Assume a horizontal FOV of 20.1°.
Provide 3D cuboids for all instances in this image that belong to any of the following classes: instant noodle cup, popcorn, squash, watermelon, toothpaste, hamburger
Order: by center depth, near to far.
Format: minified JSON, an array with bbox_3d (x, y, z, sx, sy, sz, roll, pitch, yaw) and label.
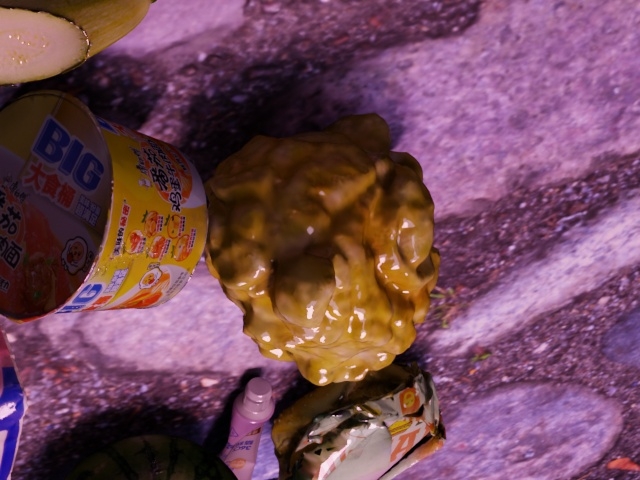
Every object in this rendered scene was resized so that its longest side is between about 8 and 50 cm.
[{"bbox_3d":[-0.203,-0.188,1.497,0.200,0.075,0.090,-21,118,-9],"label":"squash"},{"bbox_3d":[-0.208,-0.024,1.619,0.205,0.205,0.153,-44,151,24],"label":"instant noodle cup"},{"bbox_3d":[0.000,0.000,1.729,0.235,0.242,0.250,-18,159,16],"label":"popcorn"},{"bbox_3d":[-0.192,0.336,2.033,0.242,0.242,0.242,-17,144,-13],"label":"watermelon"},{"bbox_3d":[0.034,0.221,2.123,0.214,0.125,0.235,-47,144,18],"label":"hamburger"},{"bbox_3d":[-0.103,0.261,2.155,0.075,0.048,0.301,-12,145,-25],"label":"toothpaste"}]

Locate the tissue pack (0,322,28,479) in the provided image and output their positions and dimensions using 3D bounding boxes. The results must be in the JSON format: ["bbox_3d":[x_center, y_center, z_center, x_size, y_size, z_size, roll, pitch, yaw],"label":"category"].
[{"bbox_3d":[-0.443,0.193,1.787,0.269,0.137,0.209,-11,142,-25],"label":"tissue pack"}]
